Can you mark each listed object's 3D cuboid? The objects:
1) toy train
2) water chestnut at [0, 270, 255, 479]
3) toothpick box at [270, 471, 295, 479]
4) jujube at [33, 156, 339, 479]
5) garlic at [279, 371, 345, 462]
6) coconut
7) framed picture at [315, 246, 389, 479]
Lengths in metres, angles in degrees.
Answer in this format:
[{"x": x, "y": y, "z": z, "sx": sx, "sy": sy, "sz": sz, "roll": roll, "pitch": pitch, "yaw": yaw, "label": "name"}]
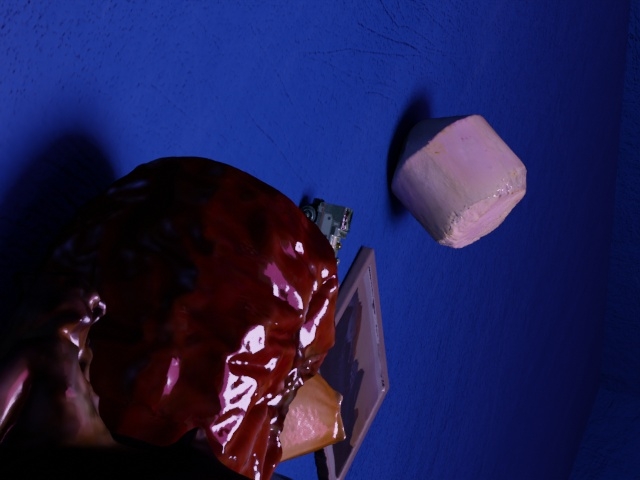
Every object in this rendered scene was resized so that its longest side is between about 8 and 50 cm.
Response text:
[{"x": 0.000, "y": 0.000, "z": 1.292, "sx": 0.033, "sy": 0.053, "sz": 0.083, "roll": 18, "pitch": 84, "yaw": -71, "label": "toy train"}, {"x": -0.145, "y": 0.166, "z": 0.620, "sx": 0.350, "sy": 0.350, "sz": 0.302, "roll": 12, "pitch": 79, "yaw": -70, "label": "water chestnut"}, {"x": -0.080, "y": 0.294, "z": 1.190, "sx": 0.101, "sy": 0.101, "sz": 0.153, "roll": 5, "pitch": 96, "yaw": -70, "label": "toothpick box"}, {"x": -0.099, "y": 0.068, "z": 0.868, "sx": 0.232, "sy": 0.213, "sz": 0.213, "roll": -60, "pitch": 155, "yaw": -28, "label": "jujube"}, {"x": -0.077, "y": 0.167, "z": 1.115, "sx": 0.115, "sy": 0.128, "sz": 0.206, "roll": -38, "pitch": 175, "yaw": 29, "label": "garlic"}, {"x": 0.160, "y": -0.081, "z": 1.550, "sx": 0.147, "sy": 0.153, "sz": 0.147, "roll": -34, "pitch": 161, "yaw": -14, "label": "coconut"}, {"x": 0.032, "y": 0.164, "z": 1.535, "sx": 0.265, "sy": 0.018, "sz": 0.192, "roll": 81, "pitch": 30, "yaw": -46, "label": "framed picture"}]
